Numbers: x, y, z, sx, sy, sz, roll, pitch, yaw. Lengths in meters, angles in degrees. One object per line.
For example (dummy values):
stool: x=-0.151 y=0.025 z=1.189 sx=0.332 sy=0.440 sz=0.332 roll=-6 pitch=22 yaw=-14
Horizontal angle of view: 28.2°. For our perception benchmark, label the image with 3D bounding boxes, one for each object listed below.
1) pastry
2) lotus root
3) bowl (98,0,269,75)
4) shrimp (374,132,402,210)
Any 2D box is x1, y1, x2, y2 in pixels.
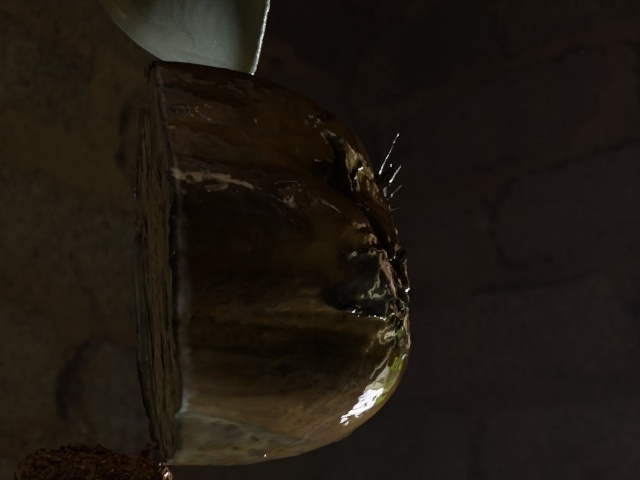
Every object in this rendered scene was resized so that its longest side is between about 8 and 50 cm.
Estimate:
pastry: x=-0.234 y=0.262 z=1.328 sx=0.169 sy=0.087 sz=0.063 roll=1 pitch=-167 yaw=-13
lotus root: x=-0.036 y=0.012 z=0.858 sx=0.192 sy=0.272 sz=0.272 roll=-1 pitch=160 yaw=-6
bowl: x=-0.134 y=-0.272 z=1.028 sx=0.146 sy=0.313 sz=0.313 roll=1 pitch=161 yaw=-15
shrimp: x=0.006 y=-0.002 z=1.420 sx=0.145 sy=0.116 sz=0.343 roll=27 pitch=143 yaw=-10
